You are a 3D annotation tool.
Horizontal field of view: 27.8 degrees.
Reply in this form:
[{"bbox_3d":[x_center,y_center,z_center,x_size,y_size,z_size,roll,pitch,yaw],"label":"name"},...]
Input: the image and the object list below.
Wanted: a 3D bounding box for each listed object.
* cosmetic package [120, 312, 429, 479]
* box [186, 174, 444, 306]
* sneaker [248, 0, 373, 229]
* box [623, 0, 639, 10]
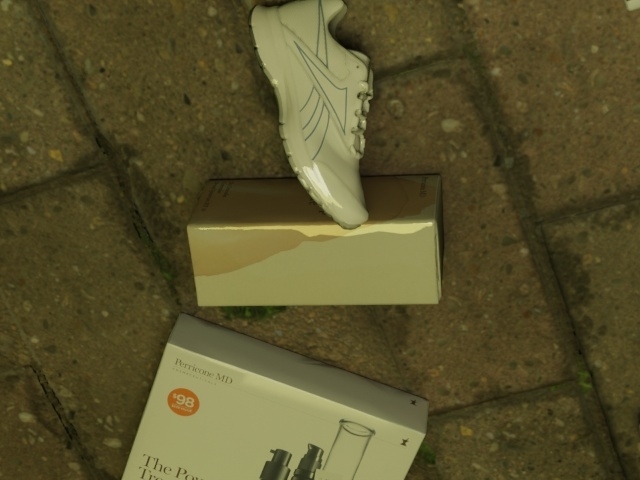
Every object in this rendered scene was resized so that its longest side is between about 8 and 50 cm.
[{"bbox_3d":[-0.071,0.296,1.845,0.377,0.097,0.284,19,116,-2],"label":"cosmetic package"},{"bbox_3d":[0.000,0.000,1.651,0.311,0.148,0.121,-2,117,8],"label":"box"},{"bbox_3d":[0.009,-0.159,1.535,0.129,0.111,0.297,-18,84,7],"label":"sneaker"},{"bbox_3d":[0.391,-0.375,1.411,0.181,0.119,0.182,-18,114,16],"label":"box"}]
